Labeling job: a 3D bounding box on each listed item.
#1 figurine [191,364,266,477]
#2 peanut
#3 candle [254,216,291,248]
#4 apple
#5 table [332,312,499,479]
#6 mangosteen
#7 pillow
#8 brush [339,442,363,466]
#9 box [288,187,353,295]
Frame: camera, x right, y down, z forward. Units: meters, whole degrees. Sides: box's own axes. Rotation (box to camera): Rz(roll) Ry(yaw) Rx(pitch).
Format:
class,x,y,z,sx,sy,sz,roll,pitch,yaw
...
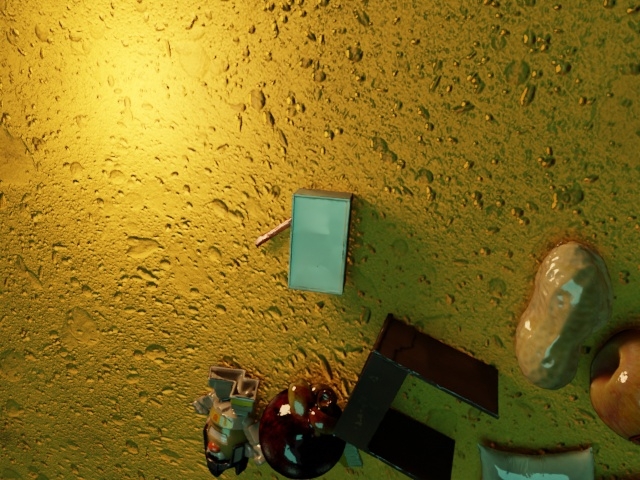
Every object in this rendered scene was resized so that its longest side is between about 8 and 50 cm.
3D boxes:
class,x,y,z,sx,sy,sz,roll,pitch,yaw
figurine,-0.242,0.499,1.375,0.308,0.143,0.309,13,105,58
peanut,0.479,0.157,1.006,0.149,0.149,0.313,21,111,14
candle,-0.096,-0.033,1.236,0.167,0.026,0.021,-32,115,23
apple,0.620,0.280,0.950,0.187,0.211,0.211,29,113,9
table,0.218,0.362,1.140,0.281,0.196,0.251,25,111,10
mangosteen,-0.032,0.452,1.233,0.228,0.228,0.266,34,122,9
pillow,0.484,0.533,1.143,0.253,0.078,0.144,-6,100,20
brush,0.011,0.584,1.378,0.205,0.011,0.083,-13,101,24
box,0.000,0.000,1.162,0.129,0.086,0.225,6,107,7
